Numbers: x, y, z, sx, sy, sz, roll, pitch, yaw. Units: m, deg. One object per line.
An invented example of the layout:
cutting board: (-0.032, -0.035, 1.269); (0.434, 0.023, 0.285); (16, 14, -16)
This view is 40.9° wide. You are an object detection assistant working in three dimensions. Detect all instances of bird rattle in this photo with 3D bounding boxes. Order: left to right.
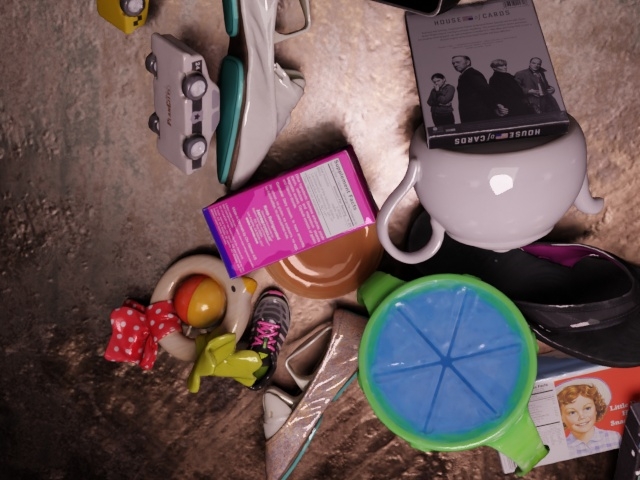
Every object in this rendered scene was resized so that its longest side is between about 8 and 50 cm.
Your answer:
bird rattle: (-0.196, 0.122, 1.308); (0.253, 0.143, 0.207); (19, 82, 32)

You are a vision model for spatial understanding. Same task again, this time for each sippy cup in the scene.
sippy cup: (0.181, 0.184, 1.211); (0.240, 0.224, 0.306); (-8, 73, 8)

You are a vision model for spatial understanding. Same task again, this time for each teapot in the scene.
teapot: (0.238, -0.069, 1.175); (0.256, 0.252, 0.187); (8, 120, 27)

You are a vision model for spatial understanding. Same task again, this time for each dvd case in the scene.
dvd case: (0.214, -0.227, 1.137); (0.179, 0.239, 0.030); (-6, 144, 3)

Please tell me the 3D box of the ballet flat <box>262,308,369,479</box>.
ballet flat: (-0.026, 0.238, 1.355); (0.106, 0.107, 0.316); (34, 96, -5)

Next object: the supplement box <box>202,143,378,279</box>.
supplement box: (-0.039, -0.042, 1.213); (0.220, 0.111, 0.114); (-20, 98, 9)

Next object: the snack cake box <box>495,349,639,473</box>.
snack cake box: (0.394, 0.254, 1.351); (0.264, 0.089, 0.152); (-14, 105, 6)

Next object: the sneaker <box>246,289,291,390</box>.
sneaker: (-0.086, 0.163, 1.339); (0.063, 0.075, 0.170); (15, 108, -4)

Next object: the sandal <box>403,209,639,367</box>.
sandal: (0.340, 0.065, 1.243); (0.445, 0.107, 0.168); (18, 66, -4)

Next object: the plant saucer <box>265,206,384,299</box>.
plant saucer: (0.000, 0.000, 1.304); (0.199, 0.037, 0.200); (0, 108, 1)

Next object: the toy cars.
toy cars: (-0.216, -0.288, 1.164); (0.087, 0.176, 0.394); (-26, 97, -33)

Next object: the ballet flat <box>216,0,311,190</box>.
ballet flat: (-0.077, -0.263, 1.183); (0.139, 0.139, 0.400); (2, 107, 1)

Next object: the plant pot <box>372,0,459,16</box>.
plant pot: (0.117, -0.394, 1.086); (0.187, 0.167, 0.188); (21, 111, 24)

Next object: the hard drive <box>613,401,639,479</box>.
hard drive: (0.578, 0.368, 1.334); (0.236, 0.064, 0.339); (-8, 128, -2)
